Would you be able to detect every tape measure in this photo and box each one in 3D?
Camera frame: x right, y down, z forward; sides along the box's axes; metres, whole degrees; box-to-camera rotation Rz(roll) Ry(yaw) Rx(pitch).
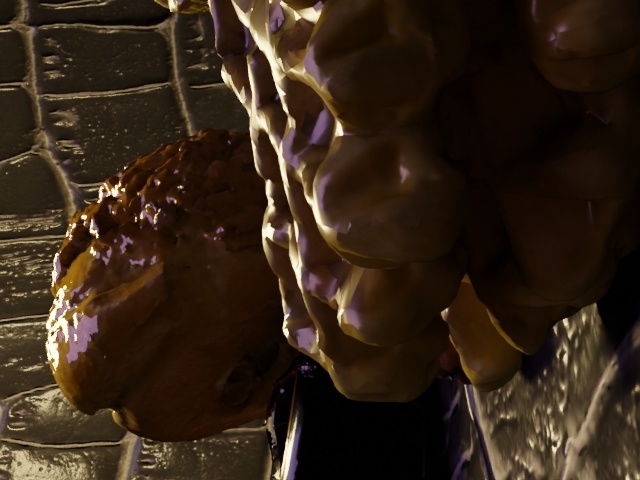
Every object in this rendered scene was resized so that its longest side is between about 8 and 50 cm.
[{"bbox_3d":[0.017,0.172,0.954,0.202,0.135,0.223,-85,1,-58],"label":"tape measure"}]

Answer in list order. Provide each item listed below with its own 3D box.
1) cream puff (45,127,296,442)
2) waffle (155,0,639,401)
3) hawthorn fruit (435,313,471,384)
[{"bbox_3d":[-0.103,0.030,1.097,0.231,0.343,0.327,62,147,24],"label":"cream puff"},{"bbox_3d":[0.017,-0.106,0.488,0.261,0.151,0.324,95,155,-50],"label":"waffle"},{"bbox_3d":[0.072,0.027,0.647,0.067,0.067,0.103,96,171,-62],"label":"hawthorn fruit"}]
